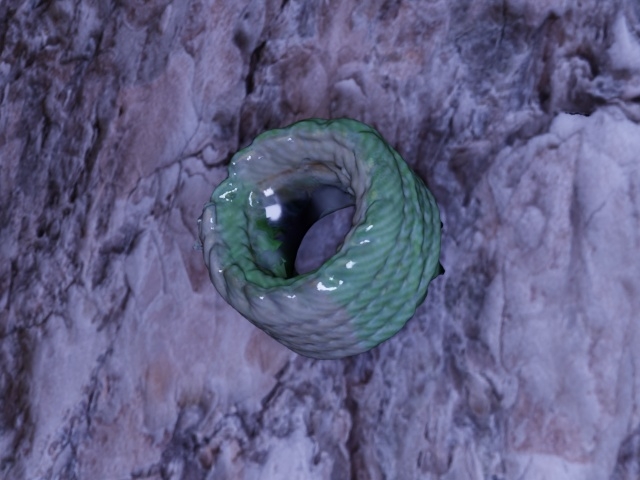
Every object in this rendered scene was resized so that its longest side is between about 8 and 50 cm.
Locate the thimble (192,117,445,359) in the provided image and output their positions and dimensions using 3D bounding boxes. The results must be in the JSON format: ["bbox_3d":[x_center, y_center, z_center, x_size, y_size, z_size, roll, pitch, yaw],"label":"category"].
[{"bbox_3d":[0.000,0.000,1.738,0.219,0.150,0.219,-14,59,24],"label":"thimble"}]
